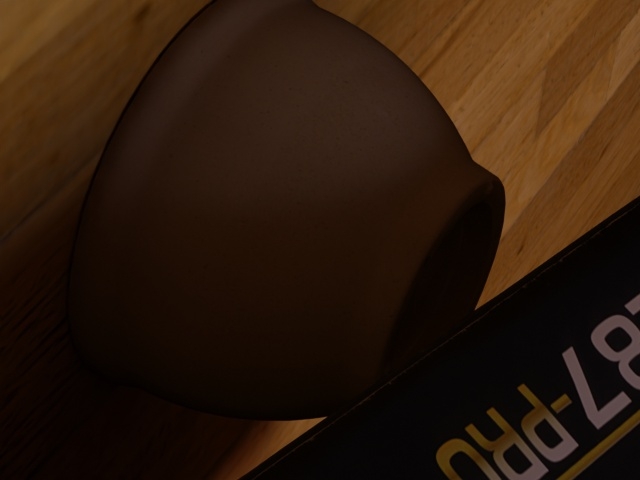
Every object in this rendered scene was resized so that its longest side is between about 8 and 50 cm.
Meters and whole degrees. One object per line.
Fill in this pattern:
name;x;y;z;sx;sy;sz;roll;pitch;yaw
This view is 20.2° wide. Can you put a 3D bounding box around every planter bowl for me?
planter bowl;0.000;0.000;0.657;0.162;0.109;0.162;-52;158;-32

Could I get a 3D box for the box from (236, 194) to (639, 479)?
box;-0.004;0.150;0.622;0.395;0.097;0.318;-32;165;-38
